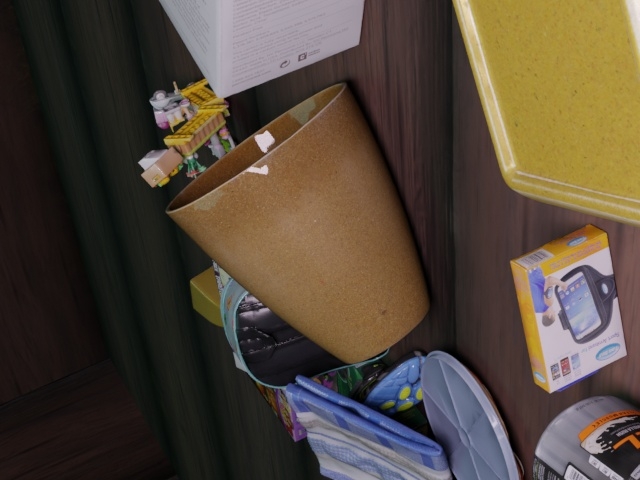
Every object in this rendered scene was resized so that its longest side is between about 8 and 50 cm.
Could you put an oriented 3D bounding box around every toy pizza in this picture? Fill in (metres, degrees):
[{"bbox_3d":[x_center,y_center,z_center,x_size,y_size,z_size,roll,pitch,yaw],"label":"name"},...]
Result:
[{"bbox_3d":[0.172,0.212,1.569,0.201,0.032,0.201,56,159,34],"label":"toy pizza"}]

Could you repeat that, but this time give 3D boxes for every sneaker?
[{"bbox_3d":[0.075,0.176,1.717,0.188,0.067,0.078,130,143,-53],"label":"sneaker"}]

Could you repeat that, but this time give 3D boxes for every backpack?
[{"bbox_3d":[-0.029,0.087,1.749,0.144,0.188,0.166,36,146,59],"label":"backpack"}]

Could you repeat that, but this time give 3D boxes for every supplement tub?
[{"bbox_3d":[0.265,0.210,1.137,0.190,0.117,0.117,35,144,60],"label":"supplement tub"}]

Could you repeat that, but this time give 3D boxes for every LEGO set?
[{"bbox_3d":[-0.171,-0.134,1.993,0.287,0.132,0.107,-98,-11,-62],"label":"LEGO set"}]

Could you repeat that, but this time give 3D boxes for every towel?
[{"bbox_3d":[0.068,0.265,1.715,0.209,0.034,0.285,24,158,21],"label":"towel"}]

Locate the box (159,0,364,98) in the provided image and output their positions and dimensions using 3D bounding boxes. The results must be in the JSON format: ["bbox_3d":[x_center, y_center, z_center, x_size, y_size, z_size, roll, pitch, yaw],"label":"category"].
[{"bbox_3d":[-0.070,-0.339,1.353,0.215,0.168,0.345,59,162,25],"label":"box"}]

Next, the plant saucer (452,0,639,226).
[{"bbox_3d":[0.186,-0.143,0.983,0.333,0.081,0.333,23,134,67],"label":"plant saucer"}]

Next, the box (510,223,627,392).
[{"bbox_3d":[0.209,0.064,1.179,0.028,0.081,0.136,34,144,60],"label":"box"}]

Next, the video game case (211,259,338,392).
[{"bbox_3d":[-0.050,0.121,1.984,0.210,0.042,0.232,22,138,33],"label":"video game case"}]

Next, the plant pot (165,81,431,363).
[{"bbox_3d":[0.000,0.000,1.537,0.254,0.237,0.237,55,165,-11],"label":"plant pot"}]

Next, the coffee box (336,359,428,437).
[{"bbox_3d":[0.078,0.217,1.844,0.184,0.040,0.113,51,156,40],"label":"coffee box"}]

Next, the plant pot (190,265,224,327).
[{"bbox_3d":[-0.157,0.096,2.347,0.083,0.081,0.081,45,154,29],"label":"plant pot"}]

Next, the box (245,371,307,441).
[{"bbox_3d":[-0.077,0.143,2.193,0.201,0.057,0.293,49,155,44],"label":"box"}]
